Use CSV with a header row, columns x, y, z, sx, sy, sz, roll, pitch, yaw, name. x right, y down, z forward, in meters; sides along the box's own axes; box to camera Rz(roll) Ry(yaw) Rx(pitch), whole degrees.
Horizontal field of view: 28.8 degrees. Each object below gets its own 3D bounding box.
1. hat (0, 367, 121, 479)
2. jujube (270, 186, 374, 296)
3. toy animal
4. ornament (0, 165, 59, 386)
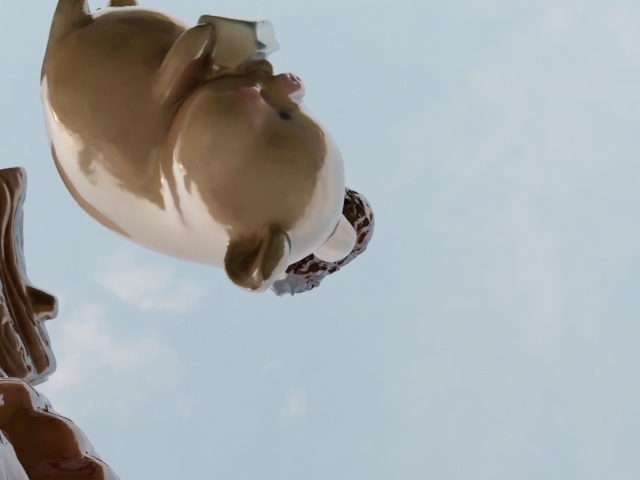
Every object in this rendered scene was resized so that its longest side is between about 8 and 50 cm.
x,y,z,sx,sy,sz,roll,pitch,yaw,name
-0.142,0.125,0.342,0.285,0.400,0.285,8,-111,-22,hat
0.000,-0.004,1.432,0.104,0.104,0.166,25,-138,16,jujube
-0.096,-0.088,1.046,0.256,0.212,0.195,17,-166,23,toy animal
-0.372,0.059,1.244,0.221,0.235,0.217,-17,-92,-11,ornament
